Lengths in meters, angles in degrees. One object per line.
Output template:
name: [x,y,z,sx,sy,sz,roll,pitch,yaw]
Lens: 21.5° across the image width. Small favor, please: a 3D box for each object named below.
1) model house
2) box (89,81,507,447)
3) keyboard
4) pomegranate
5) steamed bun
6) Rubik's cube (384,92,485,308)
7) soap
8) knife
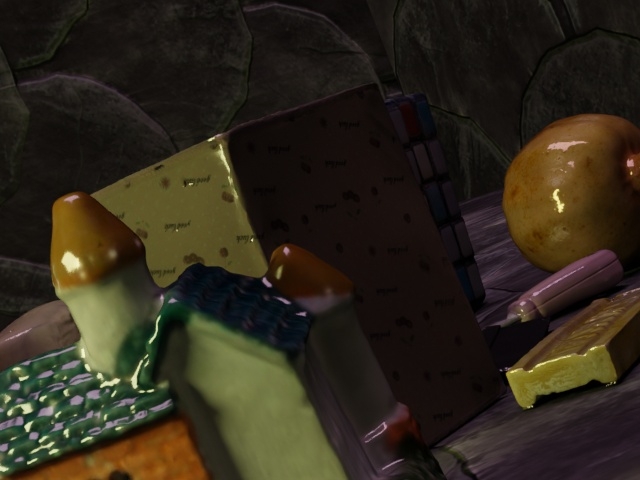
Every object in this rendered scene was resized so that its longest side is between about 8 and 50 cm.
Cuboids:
model house: [-0.086,0.100,1.060,0.271,0.301,0.190,-20,10,11]
box: [-0.023,0.052,1.416,0.190,0.297,0.225,-23,2,38]
keyboard: [0.180,0.107,1.607,0.072,0.023,0.231,-13,5,13]
pomegranate: [0.311,-0.047,1.951,0.207,0.207,0.207,-21,3,1]
steamed bun: [-0.346,0.185,2.186,0.155,0.200,0.250,-21,0,19]
Rubik's cube: [0.000,0.000,2.060,0.287,0.293,0.292,-16,6,24]
soap: [0.242,0.083,1.440,0.092,0.037,0.252,-19,4,27]
knife: [0.178,0.091,1.774,0.336,0.043,0.081,-25,-2,-22]
